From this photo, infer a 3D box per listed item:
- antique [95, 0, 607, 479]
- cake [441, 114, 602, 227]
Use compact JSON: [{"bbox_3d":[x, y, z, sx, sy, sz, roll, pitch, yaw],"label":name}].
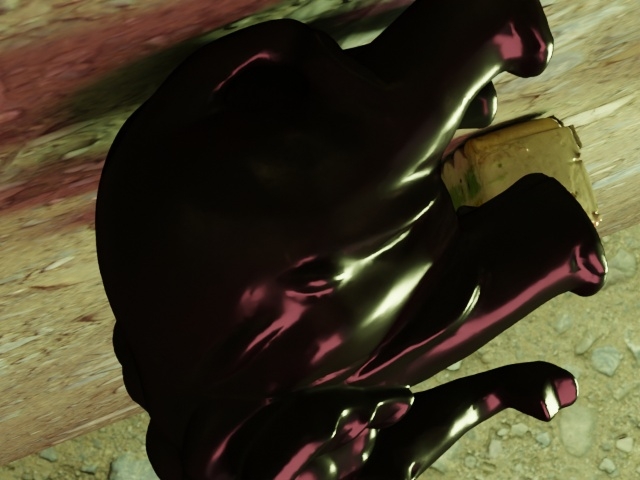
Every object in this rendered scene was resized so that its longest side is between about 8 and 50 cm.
[{"bbox_3d":[0.004,0.014,1.059,0.255,0.322,0.185,-31,-141,-15],"label":"antique"},{"bbox_3d":[0.133,-0.020,1.690,0.090,0.109,0.225,-17,171,-34],"label":"cake"}]
